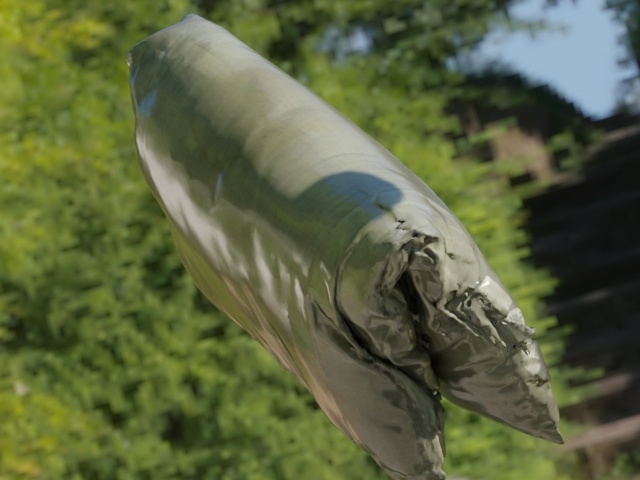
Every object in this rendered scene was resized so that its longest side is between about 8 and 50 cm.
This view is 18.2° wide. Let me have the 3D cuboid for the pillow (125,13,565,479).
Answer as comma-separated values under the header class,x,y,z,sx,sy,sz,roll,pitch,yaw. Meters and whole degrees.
class,x,y,z,sx,sy,sz,roll,pitch,yaw
pillow,0.000,0.000,0.722,0.078,0.134,0.181,-38,46,-12
